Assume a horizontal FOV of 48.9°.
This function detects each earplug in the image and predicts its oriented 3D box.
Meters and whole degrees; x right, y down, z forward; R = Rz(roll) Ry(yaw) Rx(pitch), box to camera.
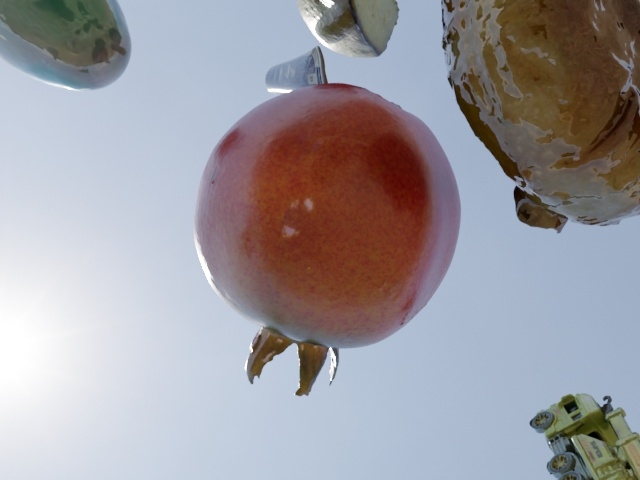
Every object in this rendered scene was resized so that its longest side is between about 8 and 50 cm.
[{"bbox_3d":[-0.319,-0.273,0.776,0.185,0.185,0.324,-37,-119,-26],"label":"earplug"}]

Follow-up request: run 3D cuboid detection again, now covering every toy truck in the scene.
[{"bbox_3d":[0.305,0.236,0.774,0.100,0.169,0.077,-35,-76,14],"label":"toy truck"}]

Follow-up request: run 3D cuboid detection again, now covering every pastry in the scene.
[{"bbox_3d":[0.165,-0.122,0.447,0.229,0.100,0.218,44,-125,-15],"label":"pastry"}]

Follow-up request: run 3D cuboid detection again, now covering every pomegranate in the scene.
[{"bbox_3d":[0.000,0.000,0.582,0.220,0.221,0.257,15,-85,-10],"label":"pomegranate"}]

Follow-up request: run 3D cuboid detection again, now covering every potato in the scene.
[{"bbox_3d":[0.001,-0.261,0.727,0.120,0.149,0.081,13,-114,29],"label":"potato"}]

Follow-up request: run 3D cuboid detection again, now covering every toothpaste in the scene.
[{"bbox_3d":[-0.027,-0.181,0.785,0.034,0.197,0.057,-14,-75,-17],"label":"toothpaste"}]
